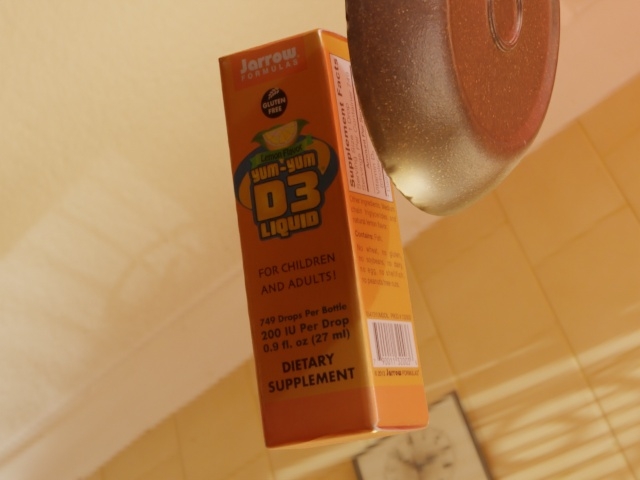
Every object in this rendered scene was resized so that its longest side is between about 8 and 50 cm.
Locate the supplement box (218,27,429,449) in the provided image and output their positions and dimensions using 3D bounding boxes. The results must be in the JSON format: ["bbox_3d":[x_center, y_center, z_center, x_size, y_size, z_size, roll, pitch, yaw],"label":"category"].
[{"bbox_3d":[0.000,0.000,0.769,0.078,0.233,0.080,-14,-13,27],"label":"supplement box"}]

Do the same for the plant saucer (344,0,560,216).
[{"bbox_3d":[0.074,-0.110,0.631,0.036,0.198,0.198,1,-40,29],"label":"plant saucer"}]
